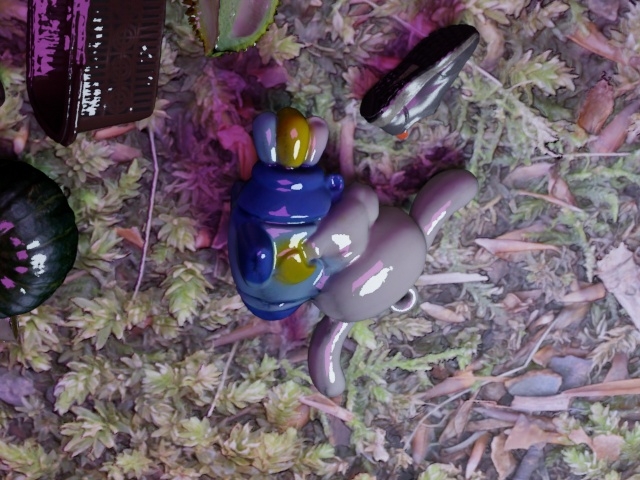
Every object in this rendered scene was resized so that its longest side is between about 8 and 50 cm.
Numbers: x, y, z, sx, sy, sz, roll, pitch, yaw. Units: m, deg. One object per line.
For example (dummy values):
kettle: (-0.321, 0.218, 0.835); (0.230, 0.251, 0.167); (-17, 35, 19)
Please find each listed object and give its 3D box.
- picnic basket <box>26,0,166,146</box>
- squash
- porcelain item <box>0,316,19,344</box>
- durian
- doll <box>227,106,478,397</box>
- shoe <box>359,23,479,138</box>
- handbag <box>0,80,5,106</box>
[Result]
picnic basket: (-0.282, -0.276, 1.459); (0.129, 0.222, 0.296); (-5, 118, -29)
squash: (-0.431, -0.001, 1.571); (0.218, 0.172, 0.218); (-2, 113, -6)
porcelain item: (-0.549, 0.124, 1.681); (0.213, 0.054, 0.084); (-7, 113, -4)
durian: (-0.119, -0.353, 1.488); (0.137, 0.095, 0.220); (-17, 120, -38)
doll: (-0.004, -0.001, 1.632); (0.366, 0.187, 0.376); (31, 81, -27)
shoe: (0.147, -0.216, 1.597); (0.194, 0.074, 0.077); (-40, 125, 15)
handbag: (-0.492, -0.205, 1.442); (0.135, 0.225, 0.146); (-30, 87, 6)
